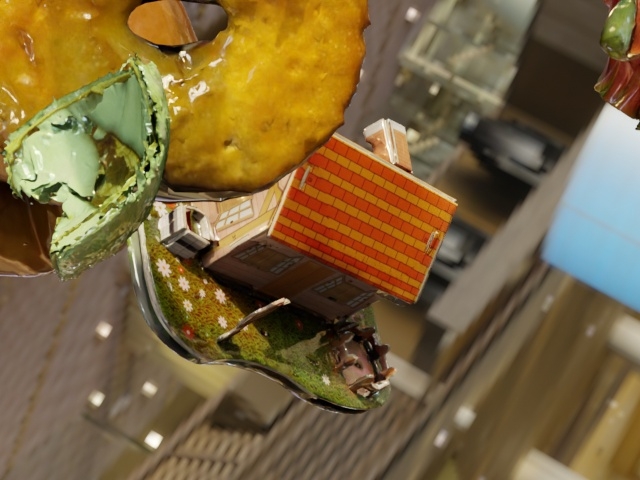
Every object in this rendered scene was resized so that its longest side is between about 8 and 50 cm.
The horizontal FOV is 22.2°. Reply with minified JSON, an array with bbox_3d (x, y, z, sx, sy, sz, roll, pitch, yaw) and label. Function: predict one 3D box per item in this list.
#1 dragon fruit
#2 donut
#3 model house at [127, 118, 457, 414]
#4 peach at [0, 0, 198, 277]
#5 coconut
[{"bbox_3d":[0.167,-0.108,0.763,0.116,0.081,0.086,-59,-8,11],"label":"dragon fruit"},{"bbox_3d":[-0.096,-0.138,0.968,0.253,0.253,0.118,-64,21,14],"label":"donut"},{"bbox_3d":[0.001,0.000,1.280,0.154,0.207,0.294,-31,-35,28],"label":"model house"},{"bbox_3d":[-0.271,-0.146,1.495,0.343,0.343,0.301,95,177,-57],"label":"peach"},{"bbox_3d":[-0.117,-0.039,0.872,0.133,0.055,0.158,-46,32,20],"label":"coconut"}]
